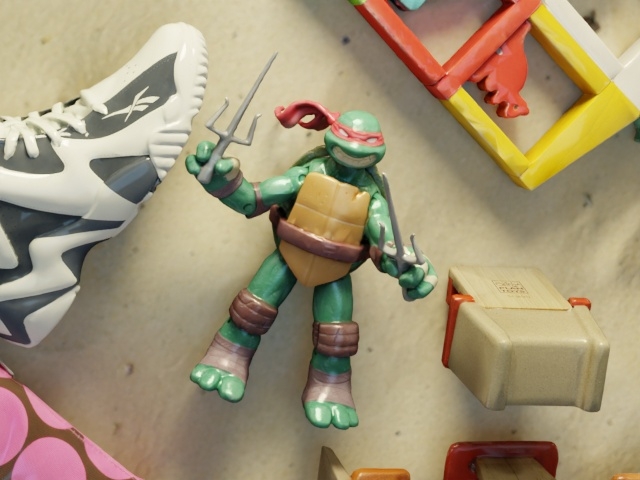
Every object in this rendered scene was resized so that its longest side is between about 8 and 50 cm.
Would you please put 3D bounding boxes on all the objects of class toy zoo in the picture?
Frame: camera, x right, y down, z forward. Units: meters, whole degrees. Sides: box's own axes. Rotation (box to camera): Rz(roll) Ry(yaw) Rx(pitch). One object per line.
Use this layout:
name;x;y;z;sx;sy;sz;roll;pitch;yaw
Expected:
toy zoo;0.142;-0.172;1.103;0.192;0.030;0.293;-45;105;-4

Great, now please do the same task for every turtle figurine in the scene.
turtle figurine;0.000;0.000;1.049;0.175;0.118;0.234;21;109;16

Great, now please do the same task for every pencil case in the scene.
pencil case;-0.191;0.148;1.045;0.209;0.095;0.098;43;72;-17

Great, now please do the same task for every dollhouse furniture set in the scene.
dollhouse furniture set;0.127;0.162;1.119;0.262;0.135;0.259;2;109;-13

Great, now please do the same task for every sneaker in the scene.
sneaker;-0.186;-0.064;1.009;0.153;0.094;0.235;33;100;-24
